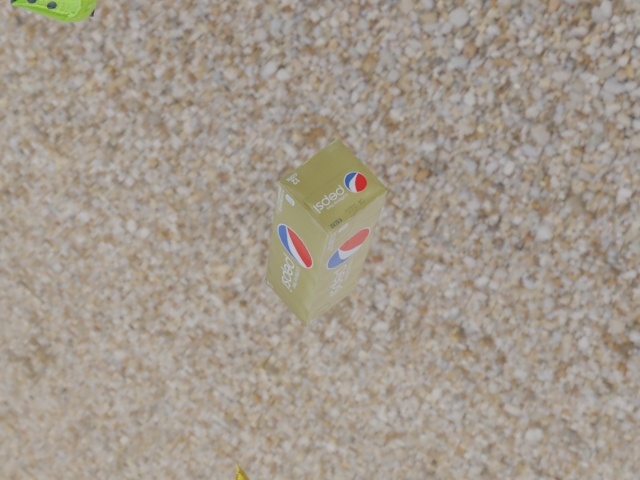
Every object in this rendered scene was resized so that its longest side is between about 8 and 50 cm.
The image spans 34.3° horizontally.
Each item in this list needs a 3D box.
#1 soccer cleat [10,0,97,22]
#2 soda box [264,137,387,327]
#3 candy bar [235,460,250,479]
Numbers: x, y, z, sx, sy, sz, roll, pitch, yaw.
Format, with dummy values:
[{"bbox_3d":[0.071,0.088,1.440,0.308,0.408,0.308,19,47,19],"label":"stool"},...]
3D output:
[{"bbox_3d":[-0.200,-0.213,0.683,0.060,0.072,0.179,-51,58,31],"label":"soccer cleat"},{"bbox_3d":[0.000,0.000,0.823,0.058,0.061,0.181,47,158,16],"label":"soda box"},{"bbox_3d":[-0.060,0.275,1.028,0.161,0.018,0.040,-142,53,-61],"label":"candy bar"}]
